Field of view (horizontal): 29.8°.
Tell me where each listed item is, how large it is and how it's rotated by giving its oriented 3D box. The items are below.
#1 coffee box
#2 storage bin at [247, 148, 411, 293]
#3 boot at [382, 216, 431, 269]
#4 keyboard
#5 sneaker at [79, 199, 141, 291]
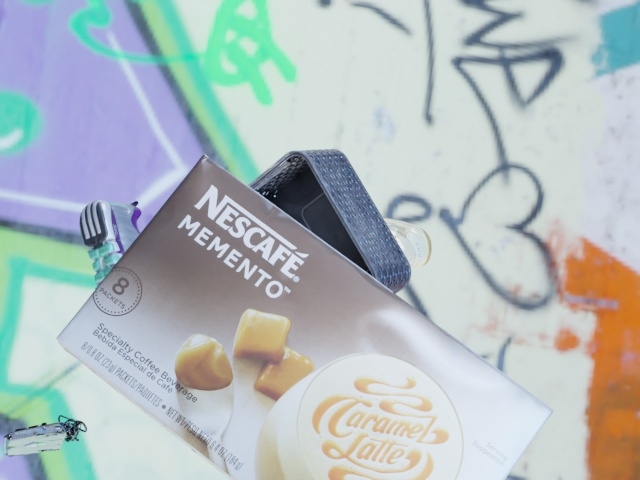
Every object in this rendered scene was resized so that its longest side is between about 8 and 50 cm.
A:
[{"bbox_3d":[-0.011,0.084,0.706,0.141,0.246,0.098,-51,173,-11],"label":"coffee box"},{"bbox_3d":[0.000,0.000,1.315,0.122,0.084,0.180,-37,-103,28],"label":"storage bin"},{"bbox_3d":[0.013,0.012,1.831,0.203,0.262,0.095,-22,121,-59],"label":"boot"},{"bbox_3d":[-0.350,0.240,1.514,0.192,0.100,0.038,134,-51,-68],"label":"keyboard"},{"bbox_3d":[-0.268,0.049,1.702,0.083,0.098,0.223,-13,-94,43],"label":"sneaker"}]
